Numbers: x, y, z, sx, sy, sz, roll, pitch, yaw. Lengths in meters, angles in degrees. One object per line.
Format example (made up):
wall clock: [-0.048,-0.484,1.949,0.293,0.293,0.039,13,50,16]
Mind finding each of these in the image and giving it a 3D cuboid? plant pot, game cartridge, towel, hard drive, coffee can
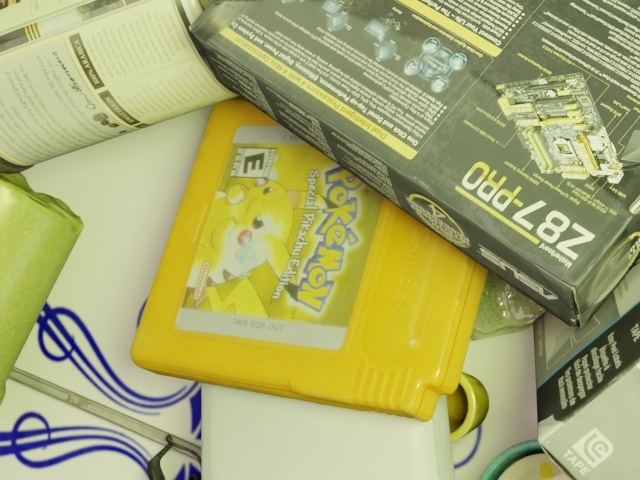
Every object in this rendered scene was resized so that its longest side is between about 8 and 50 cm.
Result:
plant pot: [-0.391,0.035,1.239,0.276,0.276,0.254,34,89,27]
game cartridge: [0.000,0.000,1.054,0.324,0.053,0.285,3,69,37]
towel: [0.163,0.008,1.055,0.110,0.027,0.148,-20,76,24]
hard drive: [-0.003,0.116,1.060,0.233,0.047,0.353,-19,57,25]
coffee can: [-0.211,-0.197,1.139,0.275,0.201,0.201,-16,78,17]

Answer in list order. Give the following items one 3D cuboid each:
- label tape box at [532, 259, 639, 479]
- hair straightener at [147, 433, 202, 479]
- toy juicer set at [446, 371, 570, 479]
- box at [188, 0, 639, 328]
label tape box: [0.308,0.027,0.846,0.106,0.240,0.334,45,108,-5]
hair straightener: [-0.109,0.295,1.171,0.089,0.047,0.230,-29,68,23]
toy juicer set: [0.176,0.265,0.989,0.329,0.089,0.209,32,100,26]
box: [0.141,-0.169,0.940,0.395,0.097,0.318,36,78,26]
